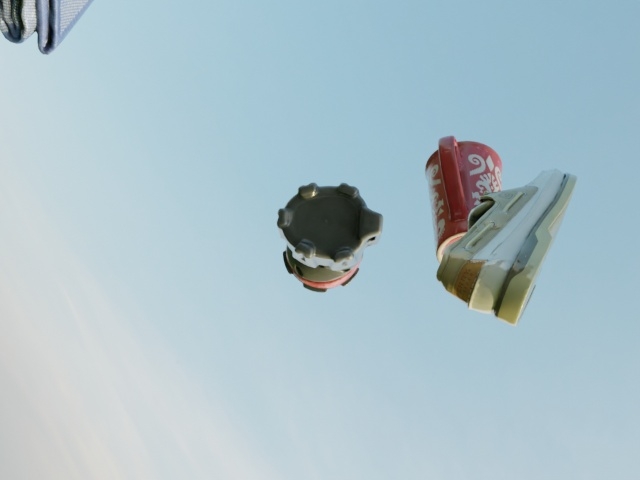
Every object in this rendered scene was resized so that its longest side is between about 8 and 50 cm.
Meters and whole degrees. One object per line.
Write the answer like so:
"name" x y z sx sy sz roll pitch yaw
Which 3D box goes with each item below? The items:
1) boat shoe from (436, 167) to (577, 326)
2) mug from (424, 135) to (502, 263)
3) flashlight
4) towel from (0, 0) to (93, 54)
"boat shoe" 0.228 -0.018 0.882 0.103 0.302 0.113 21 -57 18
"mug" 0.192 -0.052 1.043 0.113 0.150 0.169 -37 -146 38
"flashlight" 0.000 0.000 0.809 0.103 0.103 0.304 47 -3 7
"towel" -0.105 -0.257 0.351 0.034 0.209 0.285 17 -44 -3
